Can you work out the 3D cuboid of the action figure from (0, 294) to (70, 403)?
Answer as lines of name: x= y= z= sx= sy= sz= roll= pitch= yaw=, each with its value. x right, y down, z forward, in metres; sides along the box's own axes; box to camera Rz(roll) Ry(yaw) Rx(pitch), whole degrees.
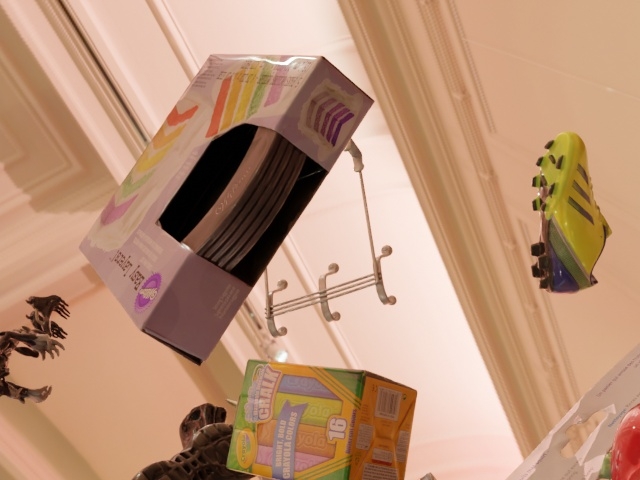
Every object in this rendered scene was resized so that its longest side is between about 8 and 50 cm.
action figure: x=-0.558 y=0.221 z=1.371 sx=0.141 sy=0.275 sz=0.164 roll=28 pitch=-57 yaw=-6

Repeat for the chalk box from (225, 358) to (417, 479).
chalk box: x=-0.017 y=0.217 z=0.849 sx=0.132 sy=0.213 sz=0.132 roll=30 pitch=-115 yaw=-50

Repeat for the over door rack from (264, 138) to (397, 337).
over door rack: x=0.000 y=0.000 z=1.353 sx=0.240 sy=0.324 sz=0.108 roll=-19 pitch=-23 yaw=18

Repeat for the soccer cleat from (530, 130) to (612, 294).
soccer cleat: x=0.406 y=-0.043 z=1.163 sx=0.121 sy=0.093 sz=0.289 roll=-5 pitch=-60 yaw=2

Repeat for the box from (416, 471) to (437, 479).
box: x=0.137 y=0.501 z=1.168 sx=0.220 sy=0.051 sz=0.175 roll=-36 pitch=-77 yaw=9

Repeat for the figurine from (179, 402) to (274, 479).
figurine: x=-0.125 y=0.398 z=1.214 sx=0.215 sy=0.209 sz=0.092 roll=23 pitch=-61 yaw=-31

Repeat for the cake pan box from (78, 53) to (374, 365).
cake pan box: x=-0.096 y=-0.047 z=0.636 sx=0.070 sy=0.267 sz=0.245 roll=33 pitch=-92 yaw=-31

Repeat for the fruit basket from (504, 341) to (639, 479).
fruit basket: x=0.313 y=0.181 z=0.494 sx=0.327 sy=0.353 sz=0.165 roll=-33 pitch=-74 yaw=-29

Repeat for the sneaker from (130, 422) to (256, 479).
sneaker: x=-0.180 y=0.335 z=1.011 sx=0.267 sy=0.101 sz=0.106 roll=-7 pitch=-43 yaw=-55
